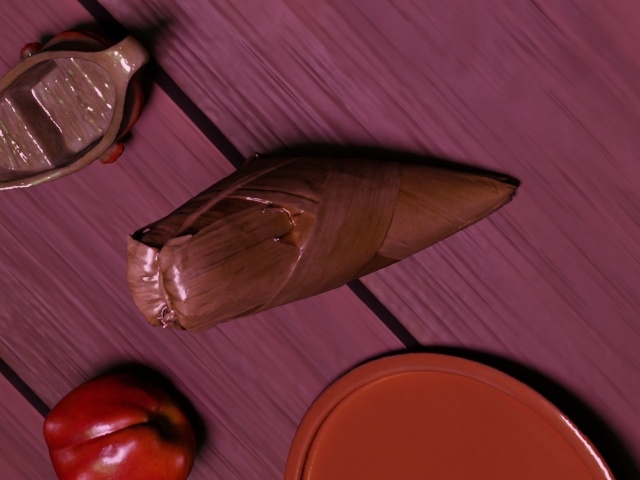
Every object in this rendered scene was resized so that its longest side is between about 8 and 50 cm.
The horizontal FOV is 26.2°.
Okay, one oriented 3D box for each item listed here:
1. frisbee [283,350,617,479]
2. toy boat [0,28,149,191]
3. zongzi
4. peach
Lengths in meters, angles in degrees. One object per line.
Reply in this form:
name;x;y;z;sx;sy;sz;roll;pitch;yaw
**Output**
frisbee;0.082;0.188;0.860;0.251;0.021;0.251;9;107;30
toy boat;-0.158;-0.079;0.835;0.185;0.071;0.089;-30;100;35
zongzi;0.000;0.000;0.747;0.176;0.160;0.078;-1;112;28
peach;-0.138;0.141;0.935;0.100;0.101;0.101;12;121;20
